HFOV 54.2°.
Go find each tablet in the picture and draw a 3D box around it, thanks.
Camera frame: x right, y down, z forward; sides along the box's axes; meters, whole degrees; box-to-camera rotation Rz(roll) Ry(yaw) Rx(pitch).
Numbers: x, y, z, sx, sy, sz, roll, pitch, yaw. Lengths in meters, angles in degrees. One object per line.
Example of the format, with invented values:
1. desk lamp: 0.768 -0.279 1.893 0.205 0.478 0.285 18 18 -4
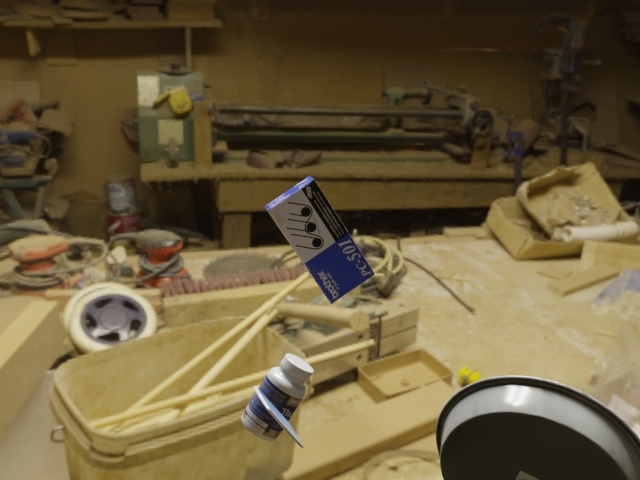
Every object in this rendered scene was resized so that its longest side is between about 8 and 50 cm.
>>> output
1. tablet: -0.052 0.217 0.767 0.006 0.083 0.054 -39 31 -8

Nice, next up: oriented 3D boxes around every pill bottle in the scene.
1. pill bottle: -0.062 0.233 0.934 0.067 0.120 0.067 31 4 -3

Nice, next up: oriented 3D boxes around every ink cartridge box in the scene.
1. ink cartridge box: 0.000 0.000 1.098 0.097 0.207 0.046 -34 18 -3

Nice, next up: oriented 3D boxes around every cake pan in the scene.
1. cake pan: 0.292 0.319 0.855 0.293 0.293 0.054 12 31 25
